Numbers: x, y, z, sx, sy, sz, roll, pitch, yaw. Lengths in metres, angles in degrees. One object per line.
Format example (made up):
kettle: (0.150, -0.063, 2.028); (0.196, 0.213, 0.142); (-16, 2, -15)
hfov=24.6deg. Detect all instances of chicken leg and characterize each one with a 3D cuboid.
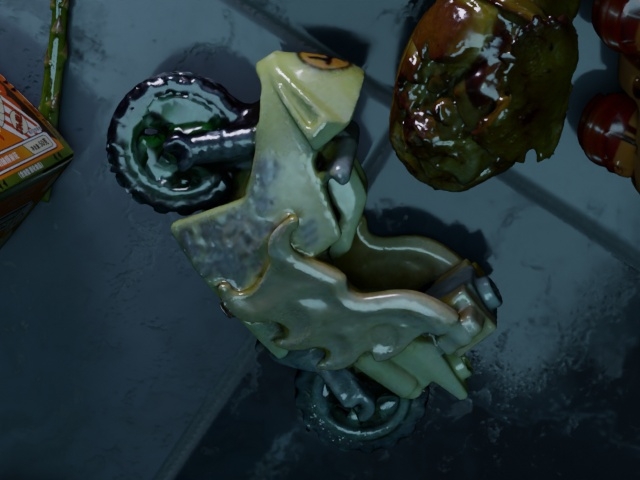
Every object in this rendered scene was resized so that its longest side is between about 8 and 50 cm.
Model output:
chicken leg: (0.167, -0.193, 1.153); (0.140, 0.211, 0.361); (27, 112, -14)

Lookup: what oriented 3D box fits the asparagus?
asparagus: (-0.248, -0.155, 1.353); (0.024, 0.025, 0.248); (23, 112, 42)

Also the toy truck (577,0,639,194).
toy truck: (0.367, -0.143, 1.239); (0.239, 0.189, 0.264); (-17, 127, -25)

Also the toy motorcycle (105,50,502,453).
toy motorcycle: (0.000, 0.000, 1.311); (0.237, 0.168, 0.410); (-30, 107, 17)

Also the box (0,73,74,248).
box: (-0.348, -0.068, 1.281); (0.177, 0.195, 0.148); (41, 108, 0)
